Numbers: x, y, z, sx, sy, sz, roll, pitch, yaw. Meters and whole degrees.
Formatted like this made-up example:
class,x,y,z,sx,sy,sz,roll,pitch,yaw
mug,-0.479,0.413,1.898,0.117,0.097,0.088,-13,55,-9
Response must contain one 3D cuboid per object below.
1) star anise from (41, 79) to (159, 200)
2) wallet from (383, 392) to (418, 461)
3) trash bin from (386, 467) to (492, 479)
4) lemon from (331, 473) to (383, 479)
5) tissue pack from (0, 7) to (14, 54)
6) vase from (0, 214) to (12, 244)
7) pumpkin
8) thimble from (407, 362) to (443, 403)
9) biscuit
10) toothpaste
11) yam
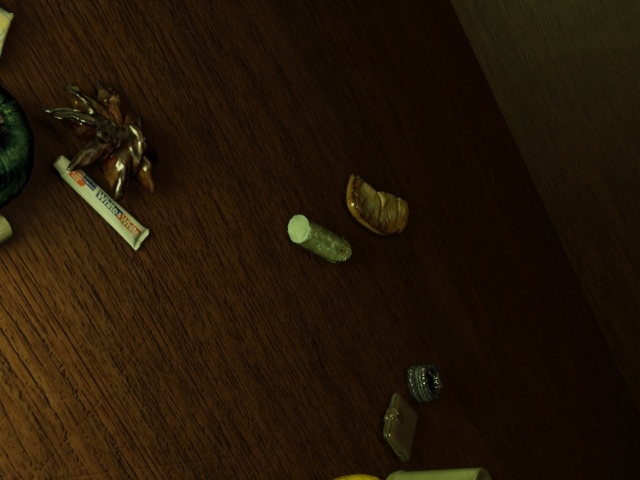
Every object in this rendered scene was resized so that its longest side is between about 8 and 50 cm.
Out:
class,x,y,z,sx,sy,sz,roll,pitch,yaw
star anise,-0.377,-0.197,1.323,0.272,0.102,0.272,43,33,-37
wallet,0.204,0.475,1.831,0.118,0.038,0.153,56,34,-23
trash bin,0.256,0.629,1.647,0.121,0.247,0.243,61,35,-15
lemon,0.082,0.582,1.487,0.256,0.188,0.188,33,49,-37
tissue pack,-0.590,-0.360,1.167,0.148,0.060,0.109,32,49,-42
vase,-0.526,-0.001,1.085,0.053,0.053,0.100,61,40,-13
pumpkin,-0.537,-0.144,1.047,0.233,0.163,0.233,30,51,-45
thimble,0.286,0.389,1.958,0.095,0.066,0.104,-24,96,-53
biscuit,0.171,-0.087,2.053,0.299,0.045,0.154,21,56,-47
toothpaste,-0.400,-0.070,1.307,0.218,0.033,0.052,49,48,-30
yam,0.000,0.000,1.759,0.179,0.078,0.078,30,51,-42
